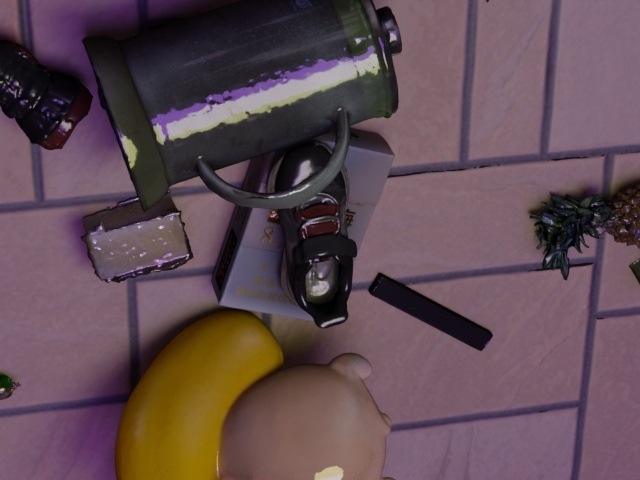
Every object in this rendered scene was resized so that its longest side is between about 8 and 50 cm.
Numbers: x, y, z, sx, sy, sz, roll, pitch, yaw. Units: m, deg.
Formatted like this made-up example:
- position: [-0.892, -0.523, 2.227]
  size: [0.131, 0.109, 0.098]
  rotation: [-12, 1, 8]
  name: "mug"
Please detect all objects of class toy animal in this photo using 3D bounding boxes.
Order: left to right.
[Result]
- position: [-0.086, 0.245, 1.994]
  size: [0.345, 0.277, 0.247]
  rotation: [-5, 148, -1]
  name: "toy animal"

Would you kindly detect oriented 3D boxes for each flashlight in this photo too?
- position: [-0.362, -0.193, 1.745]
  size: [0.232, 0.093, 0.093]
  rotation: [37, 103, -25]
  name: "flashlight"

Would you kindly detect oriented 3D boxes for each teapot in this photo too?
- position: [-0.064, -0.158, 1.750]
  size: [0.337, 0.270, 0.200]
  rotation: [-20, 151, -6]
  name: "teapot"

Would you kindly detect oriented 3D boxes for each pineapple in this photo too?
- position: [0.381, -0.020, 2.040]
  size: [0.221, 0.083, 0.103]
  rotation: [-9, 119, -8]
  name: "pineapple"

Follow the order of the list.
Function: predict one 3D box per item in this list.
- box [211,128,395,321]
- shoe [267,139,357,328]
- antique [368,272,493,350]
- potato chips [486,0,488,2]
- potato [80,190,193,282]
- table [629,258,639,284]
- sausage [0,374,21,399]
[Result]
- position: [-0.024, -0.025, 1.934]
  size: [0.155, 0.067, 0.243]
  rotation: [9, 115, -22]
  name: "box"
- position: [0.000, 0.000, 1.849]
  size: [0.099, 0.112, 0.227]
  rotation: [-11, 124, -10]
  name: "shoe"
- position: [0.144, 0.094, 2.076]
  size: [0.192, 0.015, 0.031]
  rotation: [28, 108, -26]
  name: "antique"
- position: [0.152, -0.379, 1.765]
  size: [0.202, 0.029, 0.220]
  rotation: [-48, 111, -19]
  name: "potato chips"
- position: [-0.220, -0.005, 1.896]
  size: [0.122, 0.061, 0.086]
  rotation: [-15, 121, -5]
  name: "potato"
- position: [0.550, 0.031, 2.091]
  size: [0.240, 0.121, 0.111]
  rotation: [-33, 120, 4]
  name: "table"
- position: [-0.500, 0.199, 1.945]
  size: [0.269, 0.033, 0.033]
  rotation: [-9, 119, -10]
  name: "sausage"
